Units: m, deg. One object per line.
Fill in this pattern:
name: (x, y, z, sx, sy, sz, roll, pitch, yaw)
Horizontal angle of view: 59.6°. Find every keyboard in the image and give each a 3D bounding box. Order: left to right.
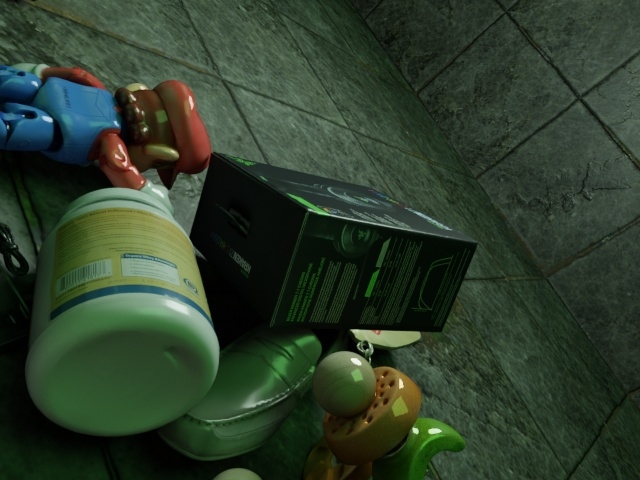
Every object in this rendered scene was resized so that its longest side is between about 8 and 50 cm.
keyboard: (-0.316, 0.019, 0.495, 0.180, 0.023, 0.108, 55, 33, 7)

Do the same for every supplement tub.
supplement tub: (-0.177, 0.054, 0.501, 0.144, 0.144, 0.199, 29, 20, -36)

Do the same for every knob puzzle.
knob puzzle: (0.079, 0.118, 0.937, 0.213, 0.030, 0.213, 23, 32, -16)

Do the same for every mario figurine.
mario figurine: (-0.279, -0.110, 0.655, 0.321, 0.170, 0.197, 2, 89, -44)

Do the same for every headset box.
headset box: (0.000, 0.000, 0.703, 0.283, 0.131, 0.246, 8, 17, -36)

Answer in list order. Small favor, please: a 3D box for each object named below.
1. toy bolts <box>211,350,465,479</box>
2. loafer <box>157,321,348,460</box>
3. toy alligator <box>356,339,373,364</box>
toy bolts: (-0.013, 0.222, 0.549, 0.158, 0.218, 0.228, 49, 60, -13)
loafer: (-0.055, 0.134, 0.622, 0.112, 0.111, 0.319, 25, 17, 18)
toy alligator: (0.073, 0.230, 0.791, 0.189, 0.056, 0.051, -93, 175, -49)
